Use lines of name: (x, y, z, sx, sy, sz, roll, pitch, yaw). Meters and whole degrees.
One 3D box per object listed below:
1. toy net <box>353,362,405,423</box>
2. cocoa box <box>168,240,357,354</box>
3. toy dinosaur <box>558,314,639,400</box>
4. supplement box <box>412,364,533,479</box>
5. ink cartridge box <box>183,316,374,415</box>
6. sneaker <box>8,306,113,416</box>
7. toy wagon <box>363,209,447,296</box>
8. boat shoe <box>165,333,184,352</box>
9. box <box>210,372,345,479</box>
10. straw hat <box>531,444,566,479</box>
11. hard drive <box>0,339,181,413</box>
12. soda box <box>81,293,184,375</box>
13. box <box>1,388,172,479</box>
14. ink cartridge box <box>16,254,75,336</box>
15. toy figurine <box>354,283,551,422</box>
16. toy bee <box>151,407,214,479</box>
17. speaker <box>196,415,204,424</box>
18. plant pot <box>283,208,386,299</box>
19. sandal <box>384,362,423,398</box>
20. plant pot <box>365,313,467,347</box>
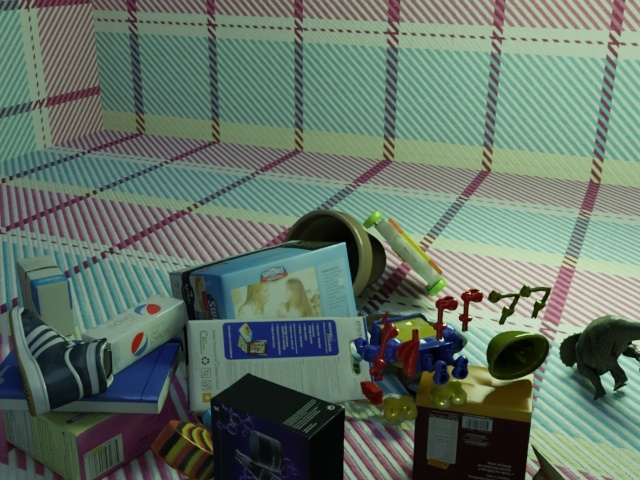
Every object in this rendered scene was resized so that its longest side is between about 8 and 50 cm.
toy net: (0.112, 0.324, 1.607, 0.122, 0.045, 0.232, -16, 28, -41)
cocoa box: (-0.120, 0.143, 1.750, 0.347, 0.231, 0.228, -15, 9, -37)
toy dinosaur: (0.598, 0.229, 1.635, 0.121, 0.313, 0.160, -19, 64, -20)
supplement box: (0.266, 0.335, 1.358, 0.191, 0.194, 0.129, 6, 22, 14)
ink cartridge box: (-0.080, 0.244, 1.537, 0.371, 0.176, 0.069, 0, -21, -17)
sneaker: (-0.463, 0.198, 1.390, 0.153, 0.099, 0.282, -14, 32, -23)
toy wagon: (0.234, 0.026, 2.132, 0.267, 0.068, 0.344, 47, 6, 2)
boat shoe: (-0.343, 0.242, 1.799, 0.183, 0.083, 0.065, 19, 5, -40)
box: (-0.065, 0.360, 1.190, 0.184, 0.261, 0.103, 14, 24, 33)
straw hat: (0.387, 0.419, 1.311, 0.061, 0.144, 0.144, -44, 26, 1)
hard drive: (-0.440, 0.250, 1.458, 0.318, 0.040, 0.210, 1, 21, 1)
soda box: (-0.356, 0.176, 1.502, 0.074, 0.069, 0.216, 12, 22, 26)
box: (-0.443, 0.329, 1.476, 0.243, 0.117, 0.213, 16, 25, 34)
ink cartridge box: (-0.685, 0.139, 1.935, 0.086, 0.148, 0.203, -13, 24, -29)
toy figurine: (0.188, 0.150, 1.327, 0.362, 0.191, 0.217, -10, 18, -27)
toy bee: (-0.152, 0.363, 1.333, 0.162, 0.195, 0.298, 37, 23, 19)
speaker: (-0.189, 0.324, 1.583, 0.055, 0.055, 0.136, 17, 27, 38)
plant pot: (0.061, 0.055, 2.097, 0.263, 0.263, 0.229, 15, 6, 34)
sandal: (0.225, 0.288, 1.612, 0.086, 0.120, 0.303, -31, 35, -31)
plant pot: (0.209, 0.217, 1.736, 0.236, 0.032, 0.236, 13, -19, 5)
